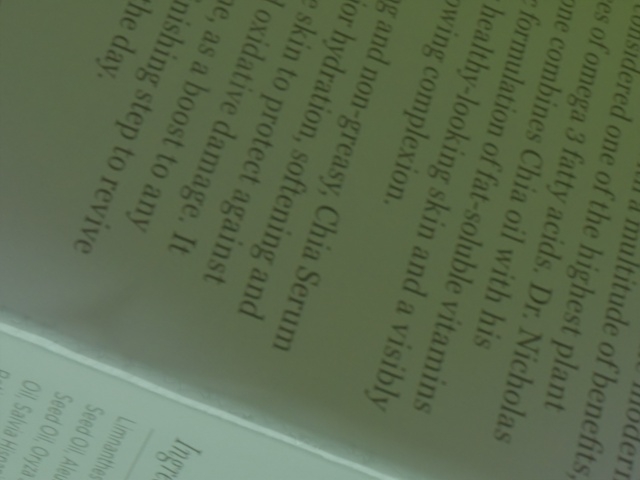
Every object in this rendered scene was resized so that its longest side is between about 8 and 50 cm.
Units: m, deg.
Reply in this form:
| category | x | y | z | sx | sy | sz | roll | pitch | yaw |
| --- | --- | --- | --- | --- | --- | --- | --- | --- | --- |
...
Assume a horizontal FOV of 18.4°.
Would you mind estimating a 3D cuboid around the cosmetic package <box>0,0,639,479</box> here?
| category | x | y | z | sx | sy | sz | roll | pitch | yaw |
| --- | --- | --- | --- | --- | --- | --- | --- | --- | --- |
| cosmetic package | 0.000 | 0.000 | 0.625 | 0.453 | 0.230 | 0.161 | 22 | 146 | -5 |
